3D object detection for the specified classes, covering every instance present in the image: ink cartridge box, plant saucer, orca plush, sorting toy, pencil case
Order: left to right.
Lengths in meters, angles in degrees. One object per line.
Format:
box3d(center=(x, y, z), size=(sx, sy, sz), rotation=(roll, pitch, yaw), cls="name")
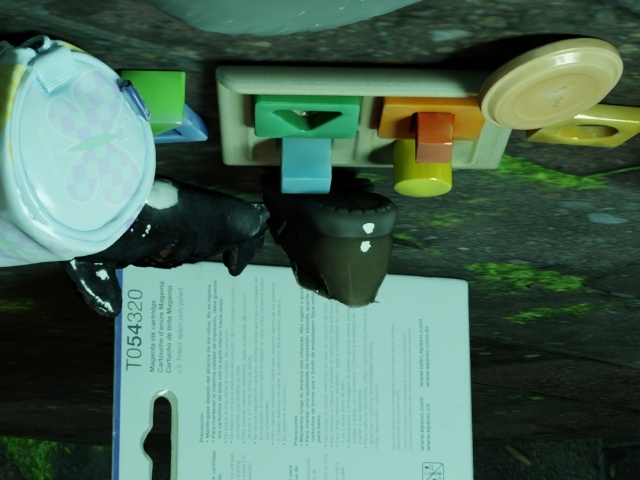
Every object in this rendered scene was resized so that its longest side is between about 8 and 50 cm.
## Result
box3d(center=(-0.227, -0.039, 1.147), size=(0.273, 0.113, 0.124), rotation=(-9, 124, 40), cls="pencil case")
box3d(center=(-0.156, 0.009, 1.411), size=(0.151, 0.102, 0.287), rotation=(-9, 165, 39), cls="orca plush")
box3d(center=(-0.027, 0.185, 1.710), size=(0.330, 0.324, 0.071), rotation=(4, 166, -16), cls="ink cartridge box")
box3d(center=(0.030, -0.061, 1.197), size=(0.347, 0.047, 0.196), rotation=(1, 168, -1), cls="sorting toy")
box3d(center=(0.129, -0.085, 1.093), size=(0.083, 0.013, 0.083), rotation=(-13, 156, -6), cls="plant saucer")

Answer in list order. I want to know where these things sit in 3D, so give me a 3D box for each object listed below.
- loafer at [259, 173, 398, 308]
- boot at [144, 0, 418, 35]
box3d(center=(0.000, 0.000, 1.321), size=(0.080, 0.078, 0.220), rotation=(2, -172, -6), cls="loafer")
box3d(center=(0.098, -0.135, 0.356), size=(0.445, 0.146, 0.367), rotation=(-9, -168, 45), cls="boot")
